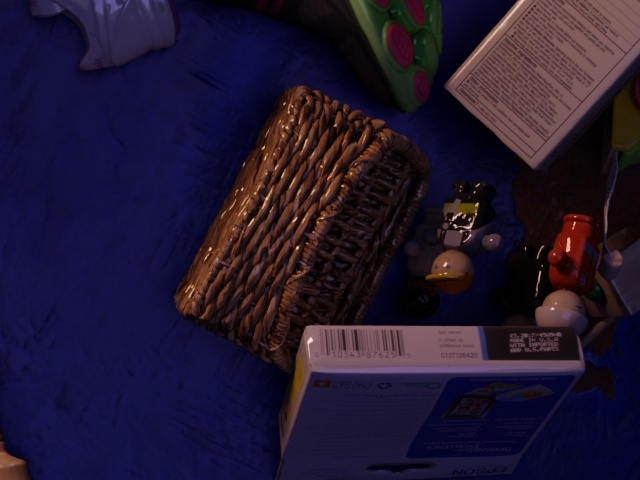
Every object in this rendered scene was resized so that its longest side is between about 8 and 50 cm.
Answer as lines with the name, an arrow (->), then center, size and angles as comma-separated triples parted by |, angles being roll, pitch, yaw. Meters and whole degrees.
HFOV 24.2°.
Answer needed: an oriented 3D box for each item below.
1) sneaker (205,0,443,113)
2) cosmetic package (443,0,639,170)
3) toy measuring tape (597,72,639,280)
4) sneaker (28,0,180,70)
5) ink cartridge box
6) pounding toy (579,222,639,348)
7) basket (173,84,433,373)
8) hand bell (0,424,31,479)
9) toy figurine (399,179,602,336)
sneaker -> -0.036, -0.331, 1.699 | 0.483, 0.202, 0.185 | 45, 50, -24
cosmetic package -> 0.301, -0.236, 1.718 | 0.153, 0.129, 0.296 | 45, 104, 10
toy measuring tape -> 0.394, -0.100, 1.773 | 0.121, 0.121, 0.330 | 15, 61, -11
sneaker -> -0.278, -0.334, 1.665 | 0.152, 0.114, 0.305 | -27, 97, -8
ink cartridge box -> 0.110, 0.190, 1.705 | 0.303, 0.307, 0.072 | 0, 61, -11
pounding toy -> 0.367, 0.055, 1.811 | 0.141, 0.130, 0.100 | -33, 95, -15
basket -> 0.000, 0.000, 1.684 | 0.223, 0.213, 0.299 | 29, 87, -10
hand bell -> -0.373, 0.216, 1.692 | 0.126, 0.126, 0.242 | -9, 81, -11
toy figurine -> 0.202, 0.041, 1.726 | 0.209, 0.213, 0.148 | 19, 73, -11
